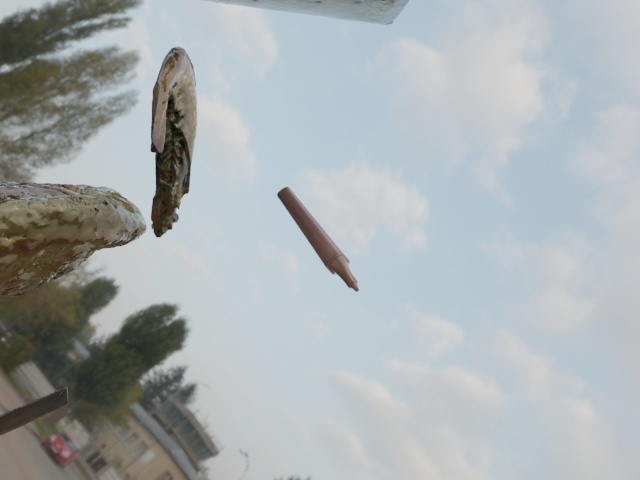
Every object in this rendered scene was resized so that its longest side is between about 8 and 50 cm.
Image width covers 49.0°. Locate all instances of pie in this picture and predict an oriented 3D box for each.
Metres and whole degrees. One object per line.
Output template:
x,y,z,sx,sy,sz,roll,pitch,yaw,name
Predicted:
-0.195,0.000,0.434,0.193,0.163,0.079,-45,122,-79,pie

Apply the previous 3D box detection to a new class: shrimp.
-0.200,-0.129,0.917,0.143,0.052,0.251,27,65,-82,shrimp

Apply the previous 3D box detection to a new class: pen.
0.000,0.000,1.013,0.197,0.032,0.053,54,1,26,pen

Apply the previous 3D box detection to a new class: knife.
-0.597,0.347,1.330,0.019,0.245,0.072,48,-40,29,knife

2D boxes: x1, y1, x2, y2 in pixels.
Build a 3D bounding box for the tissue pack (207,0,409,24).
-0.033,-0.356,0.889,0.228,0.316,0.103,-145,-120,-82,tissue pack
